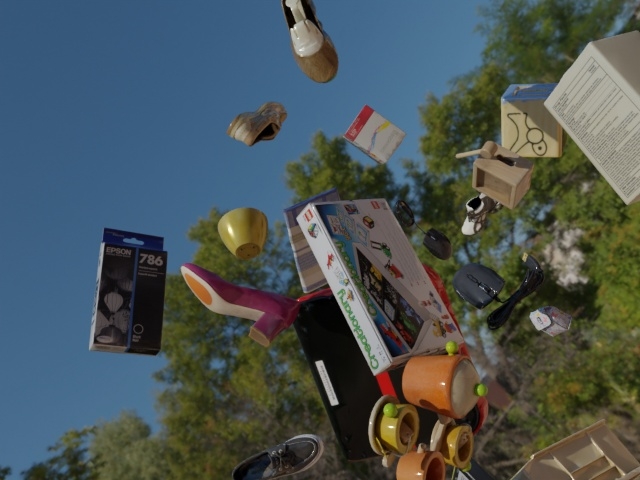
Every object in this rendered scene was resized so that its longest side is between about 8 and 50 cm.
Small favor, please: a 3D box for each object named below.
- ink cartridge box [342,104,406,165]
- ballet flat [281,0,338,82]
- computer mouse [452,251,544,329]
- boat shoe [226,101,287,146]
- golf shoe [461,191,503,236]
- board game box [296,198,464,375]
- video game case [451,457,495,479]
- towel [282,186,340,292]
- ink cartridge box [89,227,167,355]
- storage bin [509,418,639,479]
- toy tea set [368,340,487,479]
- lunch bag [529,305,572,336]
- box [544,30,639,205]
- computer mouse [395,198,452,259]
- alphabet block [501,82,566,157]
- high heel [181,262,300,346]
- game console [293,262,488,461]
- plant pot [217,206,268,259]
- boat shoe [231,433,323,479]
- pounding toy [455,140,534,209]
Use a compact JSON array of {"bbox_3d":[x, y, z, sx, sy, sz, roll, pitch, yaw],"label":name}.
[{"bbox_3d":[0.186,-0.363,2.375,0.127,0.176,0.128,-56,4,-1],"label":"ink cartridge box"},{"bbox_3d":[-0.042,-0.575,1.851,0.116,0.342,0.124,-22,-32,12],"label":"ballet flat"},{"bbox_3d":[0.398,0.080,1.585,0.184,0.060,0.262,-46,22,6],"label":"computer mouse"},{"bbox_3d":[-0.196,-0.393,2.382,0.122,0.110,0.341,-57,-9,33],"label":"boat shoe"},{"bbox_3d":[0.471,-0.089,2.086,0.198,0.094,0.077,122,155,-45],"label":"golf shoe"},{"bbox_3d":[0.103,0.067,1.177,0.193,0.305,0.053,-6,-29,-42],"label":"board game box"},{"bbox_3d":[0.331,0.558,1.230,0.035,0.275,0.248,-21,-48,-28],"label":"video game case"},{"bbox_3d":[0.000,0.000,2.086,0.209,0.034,0.285,-26,-65,-28],"label":"towel"},{"bbox_3d":[-0.472,0.115,1.703,0.165,0.333,0.065,9,-29,-24],"label":"ink cartridge box"},{"bbox_3d":[0.477,0.518,1.398,0.260,0.123,0.262,-13,-38,-31],"label":"storage bin"},{"bbox_3d":[0.204,0.323,1.049,0.200,0.124,0.336,-53,-50,-38],"label":"toy tea set"},{"bbox_3d":[0.588,0.205,1.762,0.053,0.083,0.071,-61,5,-27],"label":"lunch bag"},{"bbox_3d":[0.506,-0.200,1.109,0.127,0.232,0.148,-19,-24,-26],"label":"box"},{"bbox_3d":[0.307,-0.031,2.005,0.071,0.242,0.041,-53,18,-17],"label":"computer mouse"},{"bbox_3d":[0.694,-0.390,2.219,0.193,0.192,0.197,-45,-46,-53],"label":"alphabet block"},{"bbox_3d":[-0.160,0.101,1.381,0.117,0.244,0.082,-48,-14,-35],"label":"high heel"},{"bbox_3d":[0.143,0.263,1.456,0.342,0.386,0.060,-20,2,24],"label":"game console"},{"bbox_3d":[-0.197,-0.007,1.794,0.134,0.095,0.134,-9,-40,-8],"label":"plant pot"},{"bbox_3d":[-0.104,0.511,1.586,0.228,0.080,0.076,-21,-17,14],"label":"boat shoe"},{"bbox_3d":[0.445,-0.202,1.746,0.094,0.181,0.206,-50,-24,-14],"label":"pounding toy"}]
